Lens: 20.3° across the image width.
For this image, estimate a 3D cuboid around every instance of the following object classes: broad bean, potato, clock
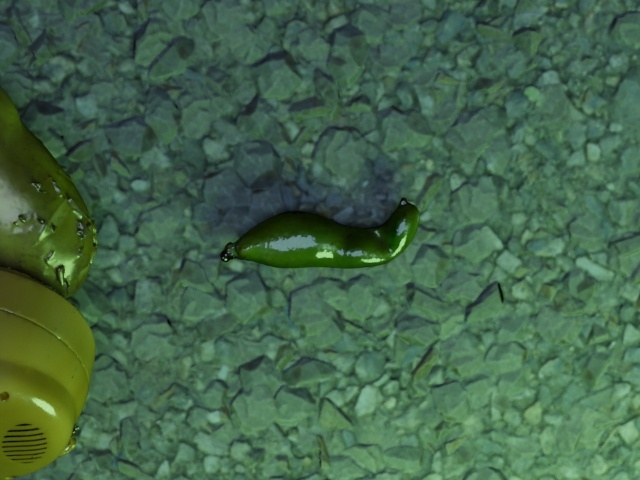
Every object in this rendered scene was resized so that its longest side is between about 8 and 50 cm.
[{"bbox_3d":[0.000,0.000,1.876,0.214,0.048,0.070,-9,100,-3],"label":"broad bean"},{"bbox_3d":[-0.350,-0.057,1.800,0.173,0.140,0.300,-38,98,5],"label":"potato"},{"bbox_3d":[-0.388,0.136,1.779,0.317,0.244,0.200,5,54,-3],"label":"clock"}]

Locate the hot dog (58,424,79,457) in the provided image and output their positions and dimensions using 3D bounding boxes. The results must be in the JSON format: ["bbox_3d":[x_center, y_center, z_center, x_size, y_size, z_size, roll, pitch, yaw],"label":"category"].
[{"bbox_3d":[-0.322,0.213,1.900,0.133,0.041,0.056,-14,100,-9],"label":"hot dog"}]
